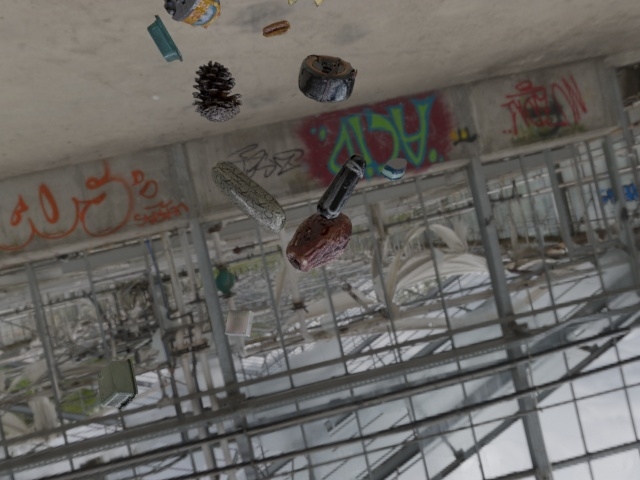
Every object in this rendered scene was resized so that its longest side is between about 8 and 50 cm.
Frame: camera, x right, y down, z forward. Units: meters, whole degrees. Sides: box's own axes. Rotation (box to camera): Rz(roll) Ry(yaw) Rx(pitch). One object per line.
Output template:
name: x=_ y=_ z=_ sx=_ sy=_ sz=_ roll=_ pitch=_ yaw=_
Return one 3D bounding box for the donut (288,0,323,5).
donut: x=-0.062 y=-1.047 z=1.871 sx=0.181 sy=0.146 sz=0.078 roll=14 pitch=-177 yaw=22

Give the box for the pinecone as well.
pinecone: x=-0.499 y=-0.715 z=2.188 sx=0.246 sy=0.292 sz=0.246 roll=-6 pitch=-177 yaw=0

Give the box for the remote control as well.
remote control: x=0.083 y=-0.191 z=1.607 sx=0.090 sy=0.266 sz=0.066 roll=35 pitch=174 yaw=-26

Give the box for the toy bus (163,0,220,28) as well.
toy bus: x=-0.363 y=-0.703 z=1.271 sx=0.126 sy=0.209 sz=0.136 roll=-27 pitch=167 yaw=30

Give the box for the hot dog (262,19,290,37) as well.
hot dog: x=-0.216 y=-1.027 z=2.214 sx=0.144 sy=0.062 sz=0.038 roll=-13 pitch=-158 yaw=11

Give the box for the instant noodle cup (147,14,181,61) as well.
instant noodle cup: x=-0.637 y=-0.808 z=1.856 sx=0.070 sy=0.179 sz=0.157 roll=-32 pitch=-163 yaw=-4

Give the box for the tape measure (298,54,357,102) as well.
tape measure: x=0.022 y=-0.577 z=1.611 sx=0.202 sy=0.135 sz=0.223 roll=4 pitch=-140 yaw=-8

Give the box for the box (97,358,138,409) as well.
box: x=-0.775 y=0.542 z=1.724 sx=0.124 sy=0.172 sz=0.093 roll=-42 pitch=144 yaw=17

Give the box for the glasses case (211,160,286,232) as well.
glasses case: x=-0.263 y=-0.160 z=1.645 sx=0.085 sy=0.355 sz=0.137 roll=-41 pitch=160 yaw=-31

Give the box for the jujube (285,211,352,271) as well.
jujube: x=0.000 y=0.000 z=1.752 sx=0.290 sy=0.197 sz=0.197 roll=-41 pitch=-165 yaw=-29

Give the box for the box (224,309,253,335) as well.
box: x=-0.432 y=0.437 z=2.411 sx=0.130 sy=0.129 sz=0.051 roll=-3 pitch=158 yaw=22

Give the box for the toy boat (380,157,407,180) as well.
toy boat: x=0.372 y=-0.356 z=2.235 sx=0.096 sy=0.061 sz=0.299 roll=30 pitch=-154 yaw=12
